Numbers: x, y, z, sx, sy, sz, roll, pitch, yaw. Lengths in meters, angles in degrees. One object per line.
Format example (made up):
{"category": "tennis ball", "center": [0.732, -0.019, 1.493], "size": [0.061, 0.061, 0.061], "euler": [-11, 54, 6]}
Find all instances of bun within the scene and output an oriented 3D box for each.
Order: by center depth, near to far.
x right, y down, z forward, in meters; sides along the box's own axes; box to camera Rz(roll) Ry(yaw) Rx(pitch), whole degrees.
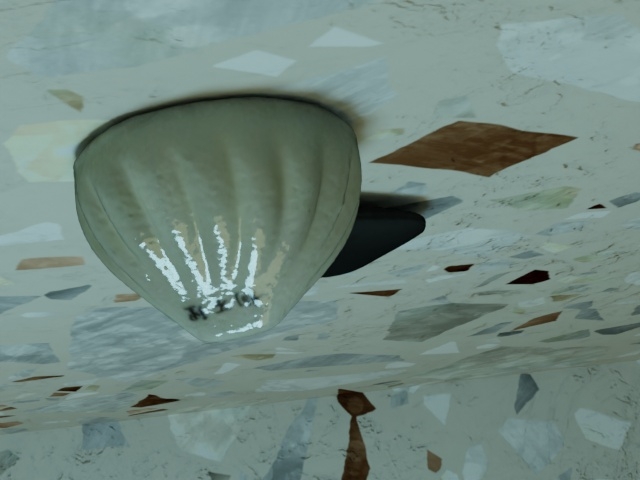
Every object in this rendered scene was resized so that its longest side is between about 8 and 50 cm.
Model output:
{"category": "bun", "center": [-0.083, 0.000, 1.065], "size": [0.263, 0.175, 0.263], "euler": [-9, 163, -3]}

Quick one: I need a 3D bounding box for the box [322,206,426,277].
{"category": "box", "center": [0.000, 0.000, 1.337], "size": [0.212, 0.042, 0.201], "euler": [0, 162, -29]}
